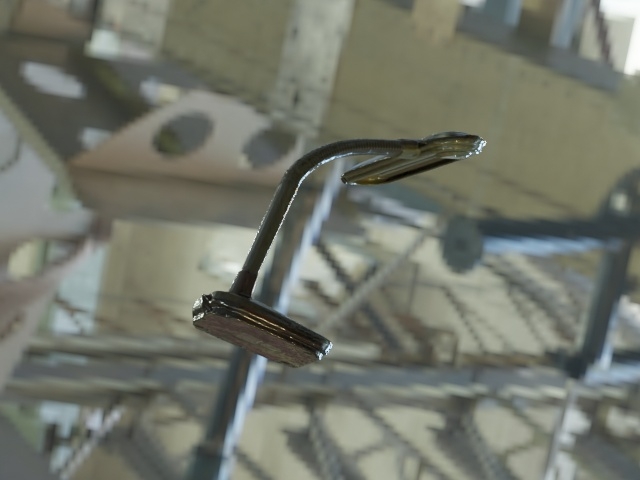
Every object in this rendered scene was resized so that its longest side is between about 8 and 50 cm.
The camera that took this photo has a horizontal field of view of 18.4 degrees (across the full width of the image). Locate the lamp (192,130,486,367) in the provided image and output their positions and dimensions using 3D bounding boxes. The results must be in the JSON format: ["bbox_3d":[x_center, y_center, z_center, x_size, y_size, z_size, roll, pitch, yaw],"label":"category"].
[{"bbox_3d":[-0.004,-0.006,1.774,0.124,0.283,0.203,40,160,-7],"label":"lamp"}]
